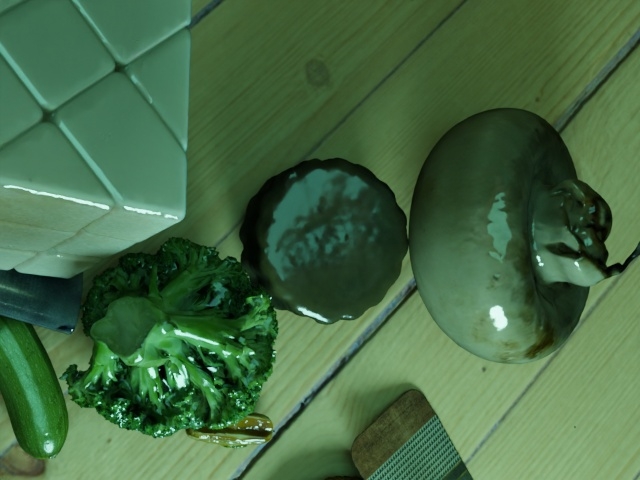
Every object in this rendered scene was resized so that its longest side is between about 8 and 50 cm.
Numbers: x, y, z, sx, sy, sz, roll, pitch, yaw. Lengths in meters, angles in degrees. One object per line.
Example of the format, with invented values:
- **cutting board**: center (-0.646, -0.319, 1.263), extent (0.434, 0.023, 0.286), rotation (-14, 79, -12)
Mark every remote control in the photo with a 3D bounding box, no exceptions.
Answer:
- **remote control**: center (-0.472, 0.018, 1.159), extent (0.377, 0.044, 0.107), rotation (21, 36, -27)

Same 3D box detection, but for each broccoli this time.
- **broccoli**: center (-0.186, 0.124, 1.216), extent (0.269, 0.241, 0.261), rotation (25, 81, 25)

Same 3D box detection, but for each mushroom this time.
- **mushroom**: center (0.289, -0.009, 1.339), extent (0.362, 0.294, 0.362), rotation (6, 83, -56)

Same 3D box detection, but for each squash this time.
- **squash**: center (-0.376, 0.172, 1.217), extent (0.077, 0.068, 0.219), rotation (-25, 94, -5)

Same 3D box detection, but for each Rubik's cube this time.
- **Rubik's cube**: center (-0.352, -0.154, 1.067), extent (0.318, 0.316, 0.322), rotation (11, 69, -36)

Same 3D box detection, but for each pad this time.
- **pad**: center (0.218, 0.315, 1.435), extent (0.323, 0.055, 0.250), rotation (-33, 97, -16)

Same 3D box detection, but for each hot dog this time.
- **hot dog**: center (-0.126, 0.256, 1.324), extent (0.133, 0.041, 0.056), rotation (10, 81, -12)

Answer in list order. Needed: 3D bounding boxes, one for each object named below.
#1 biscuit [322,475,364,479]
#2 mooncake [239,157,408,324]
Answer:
- **biscuit**: center (0.025, 0.457, 1.359), extent (0.254, 0.035, 0.254), rotation (2, 84, -22)
- **mooncake**: center (0.000, 0.000, 1.349), extent (0.228, 0.124, 0.228), rotation (0, 91, -21)
